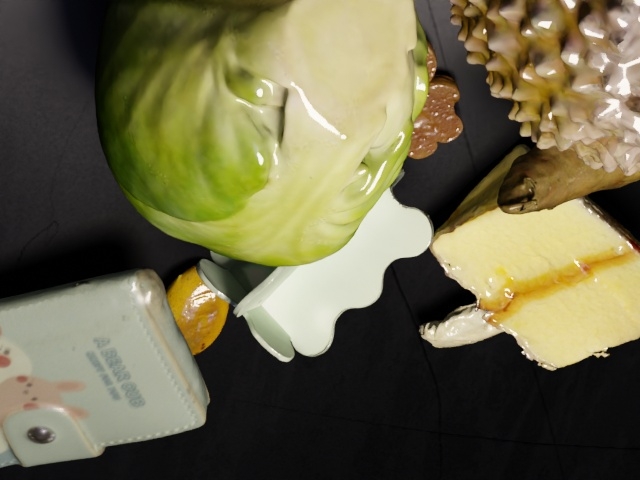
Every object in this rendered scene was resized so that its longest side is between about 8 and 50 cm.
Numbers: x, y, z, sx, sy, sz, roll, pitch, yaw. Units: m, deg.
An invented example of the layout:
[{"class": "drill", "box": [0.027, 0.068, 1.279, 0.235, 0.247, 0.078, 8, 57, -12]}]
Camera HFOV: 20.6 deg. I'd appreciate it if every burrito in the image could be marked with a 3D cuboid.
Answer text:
[{"class": "burrito", "box": [0.215, 0.064, 1.935, 0.229, 0.058, 0.063, -21, 128, 7]}]

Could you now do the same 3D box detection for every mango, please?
[{"class": "mango", "box": [-0.137, 0.074, 1.862, 0.078, 0.057, 0.114, 12, 120, -18]}]

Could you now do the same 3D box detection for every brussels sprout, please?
[{"class": "brussels sprout", "box": [-0.048, -0.139, 1.511, 0.281, 0.289, 0.354, 21, 167, -22]}]

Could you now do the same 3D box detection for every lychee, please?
[{"class": "lychee", "box": [0.269, -0.249, 1.438, 0.380, 0.432, 0.380, 14, 138, 13]}]

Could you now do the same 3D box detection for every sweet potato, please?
[{"class": "sweet potato", "box": [0.336, -0.123, 1.702, 0.422, 0.130, 0.130, -25, 135, -13]}]

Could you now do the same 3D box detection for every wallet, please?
[{"class": "wallet", "box": [-0.305, 0.147, 1.851, 0.360, 0.083, 0.252, -12, 136, 11]}]

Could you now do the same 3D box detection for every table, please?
[{"class": "table", "box": [0.000, 0.000, 1.766, 0.166, 0.166, 0.198, 32, 110, -35]}]

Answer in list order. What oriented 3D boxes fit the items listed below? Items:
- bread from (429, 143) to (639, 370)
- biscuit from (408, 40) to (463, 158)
[{"class": "bread", "box": [0.245, 0.042, 1.823, 0.240, 0.135, 0.178, 40, 100, -21]}, {"class": "biscuit", "box": [0.068, -0.146, 1.728, 0.124, 0.026, 0.175, -32, 131, 17]}]
